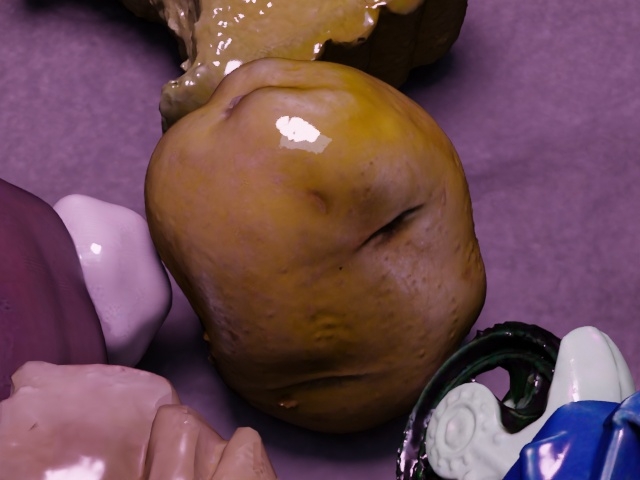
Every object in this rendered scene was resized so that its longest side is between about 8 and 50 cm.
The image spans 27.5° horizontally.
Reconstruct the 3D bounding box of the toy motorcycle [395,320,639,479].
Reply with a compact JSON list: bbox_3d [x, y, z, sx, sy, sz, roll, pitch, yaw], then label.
[{"bbox_3d":[0.076,0.173,0.423,0.125,0.196,0.331,25,62,-29],"label":"toy motorcycle"}]

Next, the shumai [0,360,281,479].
[{"bbox_3d":[-0.069,0.188,0.323,0.346,0.217,0.283,-8,23,1],"label":"shumai"}]

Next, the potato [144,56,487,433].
[{"bbox_3d":[0.003,0.001,0.669,0.137,0.200,0.154,1,41,37],"label":"potato"}]

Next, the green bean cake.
[{"bbox_3d":[-0.053,-0.168,0.787,0.233,0.124,0.236,-30,67,-20],"label":"green bean cake"}]

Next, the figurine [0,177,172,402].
[{"bbox_3d":[-0.274,0.075,0.629,0.365,0.206,0.218,-6,66,17],"label":"figurine"}]
